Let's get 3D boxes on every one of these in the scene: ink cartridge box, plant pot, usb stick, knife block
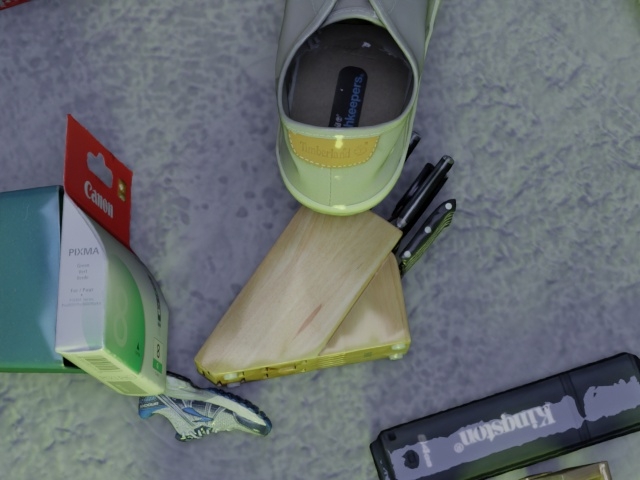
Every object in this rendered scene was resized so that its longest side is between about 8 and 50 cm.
[{"bbox_3d":[-0.187,0.016,1.839,0.056,0.181,0.225,-1,73,14],"label":"ink cartridge box"},{"bbox_3d":[-0.334,0.044,1.866,0.234,0.165,0.166,-2,84,7],"label":"plant pot"},{"bbox_3d":[0.187,0.180,1.912,0.278,0.045,0.077,-17,85,-2],"label":"usb stick"},{"bbox_3d":[0.000,0.000,1.904,0.275,0.088,0.242,-10,78,-3],"label":"knife block"}]

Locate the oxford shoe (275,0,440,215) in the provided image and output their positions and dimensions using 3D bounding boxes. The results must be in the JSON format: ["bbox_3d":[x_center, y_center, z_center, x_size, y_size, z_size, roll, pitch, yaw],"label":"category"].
[{"bbox_3d":[0.037,-0.244,1.876,0.169,0.130,0.449,4,66,5],"label":"oxford shoe"}]

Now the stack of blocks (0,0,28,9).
[{"bbox_3d":[-0.192,-0.317,1.896,0.297,0.171,0.087,-18,84,-2],"label":"stack of blocks"}]

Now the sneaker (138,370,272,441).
[{"bbox_3d":[-0.113,0.168,1.913,0.135,0.052,0.058,19,91,10],"label":"sneaker"}]

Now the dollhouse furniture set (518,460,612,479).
[{"bbox_3d":[0.181,0.289,1.853,0.151,0.144,0.123,-10,84,-38],"label":"dollhouse furniture set"}]
